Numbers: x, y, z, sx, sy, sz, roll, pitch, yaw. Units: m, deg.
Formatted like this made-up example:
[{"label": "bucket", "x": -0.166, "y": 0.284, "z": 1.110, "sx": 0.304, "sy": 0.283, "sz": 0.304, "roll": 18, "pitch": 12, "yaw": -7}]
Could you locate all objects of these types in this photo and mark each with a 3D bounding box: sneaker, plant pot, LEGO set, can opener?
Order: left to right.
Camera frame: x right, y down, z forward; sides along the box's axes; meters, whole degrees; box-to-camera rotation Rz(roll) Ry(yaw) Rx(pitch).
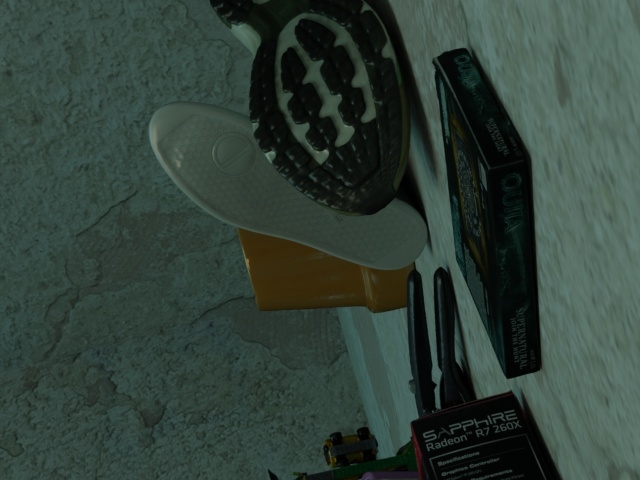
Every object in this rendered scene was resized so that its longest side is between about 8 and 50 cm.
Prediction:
[{"label": "sneaker", "x": -0.034, "y": -0.072, "z": 1.261, "sx": 0.147, "sy": 0.295, "sz": 0.104, "roll": -92, "pitch": 28, "yaw": -66}, {"label": "plant pot", "x": 0.000, "y": 0.000, "z": 1.487, "sx": 0.205, "sy": 0.188, "sz": 0.205, "roll": 166, "pitch": 90, "yaw": -88}, {"label": "sneaker", "x": 0.025, "y": -0.163, "z": 1.218, "sx": 0.182, "sy": 0.158, "sz": 0.410, "roll": 36, "pitch": -155, "yaw": -41}, {"label": "LEGO set", "x": 0.068, "y": 0.410, "z": 1.543, "sx": 0.192, "sy": 0.255, "sz": 0.331, "roll": 123, "pitch": 127, "yaw": -64}, {"label": "can opener", "x": 0.108, "y": 0.112, "z": 1.180, "sx": 0.073, "sy": 0.059, "sz": 0.186, "roll": -109, "pitch": 5, "yaw": -67}]

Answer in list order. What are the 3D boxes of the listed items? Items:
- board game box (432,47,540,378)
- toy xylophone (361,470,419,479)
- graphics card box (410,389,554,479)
[{"label": "board game box", "x": 0.110, "y": -0.016, "z": 0.812, "sx": 0.126, "sy": 0.026, "sz": 0.186, "roll": -106, "pitch": 3, "yaw": -48}, {"label": "toy xylophone", "x": 0.104, "y": 0.340, "z": 1.094, "sx": 0.081, "sy": 0.236, "sz": 0.323, "roll": -42, "pitch": 45, "yaw": 41}, {"label": "graphics card box", "x": 0.157, "y": 0.316, "z": 0.850, "sx": 0.371, "sy": 0.094, "sz": 0.233, "roll": -109, "pitch": 6, "yaw": -51}]
